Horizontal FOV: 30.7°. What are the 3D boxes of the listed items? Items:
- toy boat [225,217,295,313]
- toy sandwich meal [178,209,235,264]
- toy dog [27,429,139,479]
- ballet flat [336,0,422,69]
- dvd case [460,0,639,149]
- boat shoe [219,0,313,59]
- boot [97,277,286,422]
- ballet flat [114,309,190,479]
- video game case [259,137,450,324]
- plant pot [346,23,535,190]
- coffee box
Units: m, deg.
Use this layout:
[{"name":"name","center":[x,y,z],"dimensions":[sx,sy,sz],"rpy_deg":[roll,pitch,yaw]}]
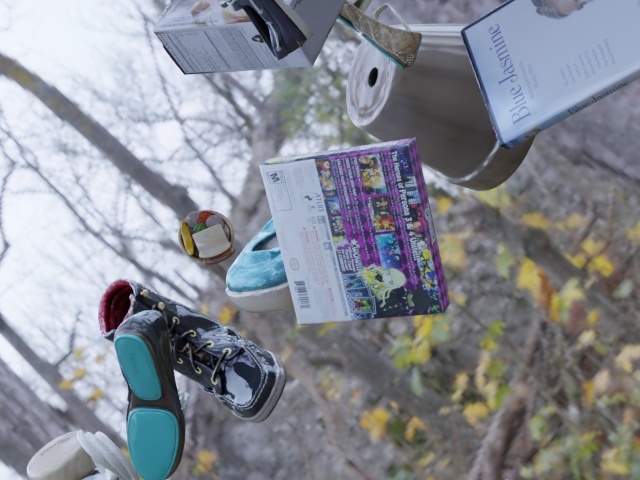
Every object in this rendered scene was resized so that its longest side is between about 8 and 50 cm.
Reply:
[{"name":"toy boat","center":[0.000,0.000,1.908],"dimensions":[0.318,0.148,0.267],"rpy_deg":[-11,23,33]},{"name":"toy sandwich meal","center":[-0.155,-0.007,1.586],"dimensions":[0.085,0.085,0.029],"rpy_deg":[-43,-14,-16]},{"name":"toy dog","center":[-0.258,0.337,1.292],"dimensions":[0.161,0.220,0.334],"rpy_deg":[-40,4,-19]},{"name":"ballet flat","center":[0.072,-0.337,1.760],"dimensions":[0.067,0.206,0.073],"rpy_deg":[-55,-18,7]},{"name":"dvd case","center":[0.297,-0.241,1.380],"dimensions":[0.253,0.180,0.022],"rpy_deg":[-29,-30,27]},{"name":"boat shoe","center":[-0.098,-0.318,1.511],"dimensions":[0.065,0.206,0.075],"rpy_deg":[-45,25,4]},{"name":"boot","center":[-0.242,0.195,2.138],"dimensions":[0.284,0.377,0.138],"rpy_deg":[29,-87,-27]},{"name":"ballet flat","center":[-0.237,0.224,1.712],"dimensions":[0.096,0.095,0.280],"rpy_deg":[-56,-30,-56]},{"name":"video game case","center":[0.045,-0.007,1.517],"dimensions":[0.042,0.210,0.232],"rpy_deg":[-45,-55,-61]},{"name":"plant pot","center":[0.214,-0.275,2.157],"dimensions":[0.280,0.323,0.323],"rpy_deg":[11,-52,-25]},{"name":"coffee box","center":[-0.105,-0.330,1.706],"dimensions":[0.098,0.247,0.141],"rpy_deg":[53,-128,-41]}]
